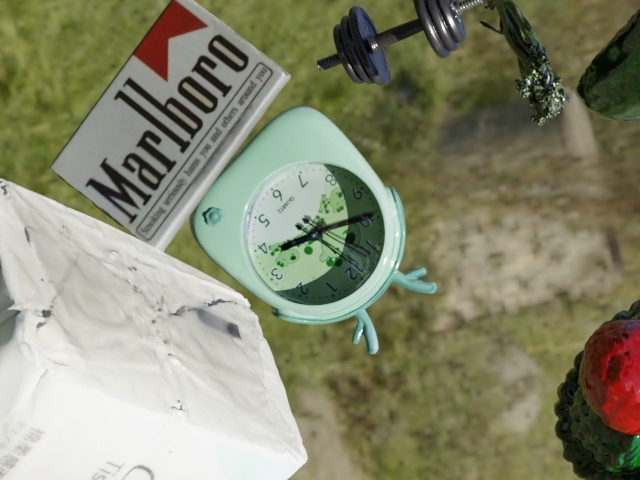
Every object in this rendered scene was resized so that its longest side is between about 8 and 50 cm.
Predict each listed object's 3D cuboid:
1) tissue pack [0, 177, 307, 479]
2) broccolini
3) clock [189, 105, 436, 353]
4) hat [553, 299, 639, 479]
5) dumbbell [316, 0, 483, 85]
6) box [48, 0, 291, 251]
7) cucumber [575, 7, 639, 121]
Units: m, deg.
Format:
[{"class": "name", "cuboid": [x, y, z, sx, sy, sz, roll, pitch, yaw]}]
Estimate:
[{"class": "tissue pack", "cuboid": [-0.231, 0.160, 1.210, 0.266, 0.356, 0.194, 28, 31, -41]}, {"class": "broccolini", "cuboid": [0.189, -0.244, 1.774, 0.123, 0.062, 0.271, -166, -127, -79]}, {"class": "clock", "cuboid": [0.000, 0.000, 1.503, 0.211, 0.159, 0.066, 46, 5, 10]}, {"class": "hat", "cuboid": [0.361, 0.167, 1.925, 0.332, 0.242, 0.274, 23, 86, -57]}, {"class": "dumbbell", "cuboid": [0.092, -0.242, 2.013, 0.099, 0.208, 0.099, 58, 20, -34]}, {"class": "box", "cuboid": [-0.119, -0.093, 1.367, 0.115, 0.177, 0.036, 39, 6, 13]}, {"class": "cucumber", "cuboid": [0.211, -0.127, 0.883, 0.063, 0.115, 0.244, 47, -28, 4]}]
